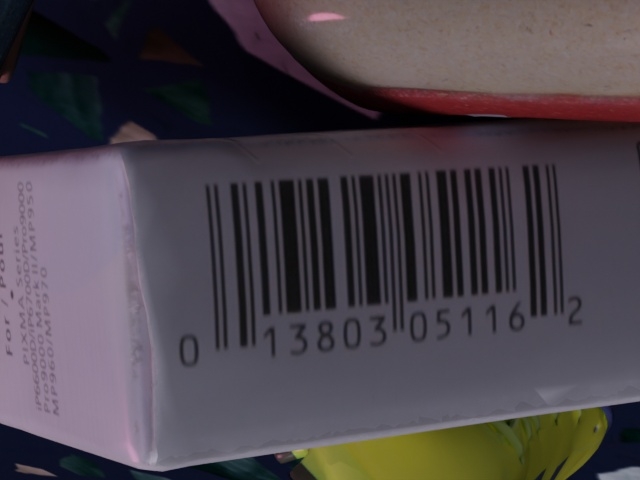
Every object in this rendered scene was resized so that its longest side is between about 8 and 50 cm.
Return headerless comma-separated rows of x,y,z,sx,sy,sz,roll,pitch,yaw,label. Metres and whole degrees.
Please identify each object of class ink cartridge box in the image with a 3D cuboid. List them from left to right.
0.000,0.000,0.677,0.308,0.091,0.385,-5,-175,-28,ink cartridge box

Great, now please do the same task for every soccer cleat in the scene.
0.060,0.069,0.700,0.093,0.121,0.289,57,-172,5,soccer cleat

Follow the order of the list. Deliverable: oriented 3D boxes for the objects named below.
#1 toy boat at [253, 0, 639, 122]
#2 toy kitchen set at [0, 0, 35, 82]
0.096,-0.090,0.501,0.231,0.151,0.151,5,162,32,toy boat
-0.184,-0.132,0.600,0.207,0.166,0.122,23,155,-5,toy kitchen set
